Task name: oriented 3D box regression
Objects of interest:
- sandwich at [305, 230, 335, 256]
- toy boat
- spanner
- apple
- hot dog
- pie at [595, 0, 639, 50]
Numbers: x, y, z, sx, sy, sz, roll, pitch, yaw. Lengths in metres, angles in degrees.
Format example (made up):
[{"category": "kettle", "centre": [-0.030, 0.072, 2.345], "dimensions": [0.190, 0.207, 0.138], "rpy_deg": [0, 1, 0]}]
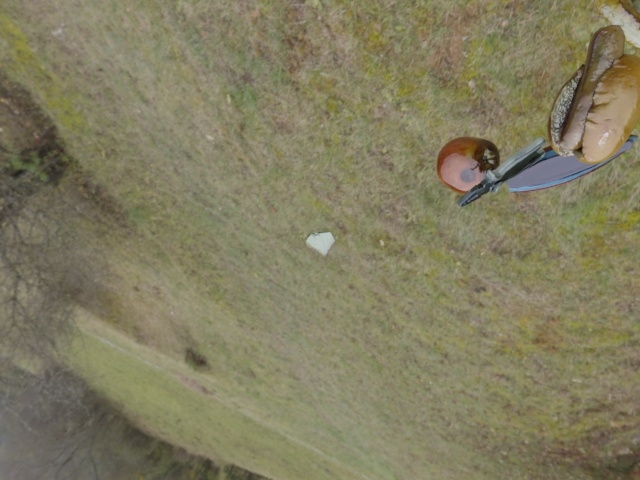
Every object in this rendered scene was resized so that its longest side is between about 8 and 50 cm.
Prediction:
[{"category": "sandwich", "centre": [0.000, 0.000, 1.749], "dimensions": [0.105, 0.093, 0.036], "rpy_deg": [28, -176, -1]}, {"category": "toy boat", "centre": [0.791, -0.250, 1.492], "dimensions": [0.392, 0.079, 0.136], "rpy_deg": [-19, 97, 31]}, {"category": "spanner", "centre": [0.572, -0.207, 1.475], "dimensions": [0.040, 0.325, 0.095], "rpy_deg": [57, -177, 38]}, {"category": "apple", "centre": [0.565, -0.291, 1.772], "dimensions": [0.230, 0.230, 0.230], "rpy_deg": [19, 140, 17]}, {"category": "hot dog", "centre": [0.297, -0.154, 0.497], "dimensions": [0.060, 0.140, 0.090], "rpy_deg": [23, -170, -35]}, {"category": "pie", "centre": [0.800, -0.564, 1.136], "dimensions": [0.315, 0.315, 0.092], "rpy_deg": [32, 152, 1]}]
